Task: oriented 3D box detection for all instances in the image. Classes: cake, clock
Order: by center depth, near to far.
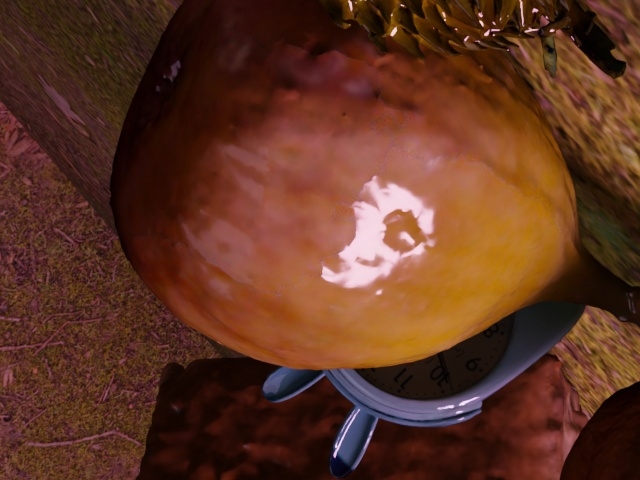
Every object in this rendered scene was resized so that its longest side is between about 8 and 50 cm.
[{"bbox_3d":[0.041,0.037,0.680,0.108,0.147,0.045,46,171,9],"label":"clock"},{"bbox_3d":[0.041,0.225,0.884,0.282,0.256,0.290,-1,154,11],"label":"cake"}]

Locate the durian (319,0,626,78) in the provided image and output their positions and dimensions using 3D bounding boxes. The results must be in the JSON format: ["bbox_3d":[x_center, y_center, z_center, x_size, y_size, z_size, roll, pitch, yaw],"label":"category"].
[{"bbox_3d":[0.027,-0.114,0.413,0.215,0.086,0.100,53,-157,-19],"label":"durian"}]

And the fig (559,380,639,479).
[{"bbox_3d":[0.134,0.151,0.552,0.146,0.201,0.134,37,165,2],"label":"fig"}]

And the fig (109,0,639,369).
[{"bbox_3d":[0.051,-0.010,0.566,0.257,0.159,0.159,26,174,-9],"label":"fig"}]
